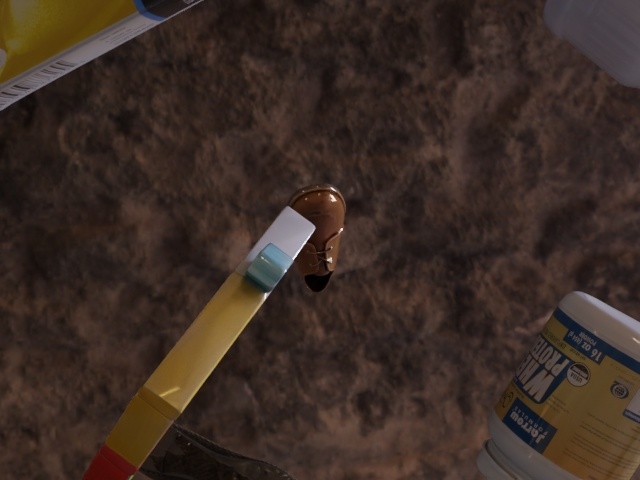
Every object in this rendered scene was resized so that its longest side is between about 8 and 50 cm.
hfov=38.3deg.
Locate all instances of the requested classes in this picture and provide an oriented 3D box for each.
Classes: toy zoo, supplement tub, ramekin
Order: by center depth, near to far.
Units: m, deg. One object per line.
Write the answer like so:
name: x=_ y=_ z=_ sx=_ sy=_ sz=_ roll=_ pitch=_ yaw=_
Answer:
toy zoo: x=-0.095 y=0.092 z=0.676 sx=0.030 sy=0.192 sz=0.293 roll=37 pitch=-44 yaw=-1
supplement tub: x=0.256 y=0.166 z=0.906 sx=0.144 sy=0.144 sz=0.199 roll=22 pitch=-79 yaw=-40
ramekin: x=0.375 y=-0.272 z=0.943 sx=0.273 sy=0.127 sz=0.273 roll=-34 pitch=-14 yaw=-10

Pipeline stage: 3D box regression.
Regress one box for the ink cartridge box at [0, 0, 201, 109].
ink cartridge box: x=-0.236 y=-0.313 z=0.793 sx=0.304 sy=0.307 sz=0.072 roll=-24 pitch=2 yaw=16

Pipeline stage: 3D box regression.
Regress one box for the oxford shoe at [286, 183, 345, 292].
oxford shoe: x=0.000 y=0.000 z=1.189 sx=0.076 sy=0.076 sz=0.212 roll=-9 pitch=-30 yaw=-4

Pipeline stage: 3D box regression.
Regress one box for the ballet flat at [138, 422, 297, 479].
ballet flat: x=-0.105 y=0.263 z=0.992 sx=0.250 sy=0.084 sz=0.058 roll=25 pitch=-19 yaw=6
